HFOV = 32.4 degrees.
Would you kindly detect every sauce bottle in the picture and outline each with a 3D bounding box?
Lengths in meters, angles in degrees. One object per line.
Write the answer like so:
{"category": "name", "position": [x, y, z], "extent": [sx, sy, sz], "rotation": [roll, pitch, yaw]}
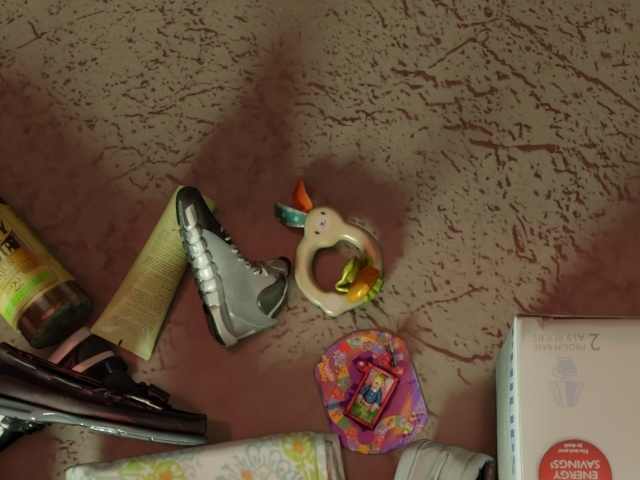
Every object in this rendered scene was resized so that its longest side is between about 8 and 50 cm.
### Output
{"category": "sauce bottle", "position": [-0.467, -0.001, 1.543], "extent": [0.111, 0.111, 0.344], "rotation": [-45, 76, -6]}

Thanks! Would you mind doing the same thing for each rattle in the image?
{"category": "rattle", "position": [0.000, 0.000, 1.487], "extent": [0.130, 0.143, 0.200], "rotation": [-28, 81, 18]}

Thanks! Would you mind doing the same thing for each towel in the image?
{"category": "towel", "position": [-0.132, 0.426, 1.424], "extent": [0.374, 0.090, 0.321], "rotation": [-9, 74, 3]}

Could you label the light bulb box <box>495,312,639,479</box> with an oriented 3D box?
{"category": "light bulb box", "position": [0.389, 0.217, 1.280], "extent": [0.357, 0.361, 0.225], "rotation": [-1, 77, 5]}

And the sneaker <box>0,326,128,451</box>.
{"category": "sneaker", "position": [-0.352, 0.232, 1.493], "extent": [0.121, 0.079, 0.217], "rotation": [41, 84, 12]}

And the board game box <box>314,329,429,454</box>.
{"category": "board game box", "position": [0.066, 0.203, 1.483], "extent": [0.133, 0.033, 0.169], "rotation": [-16, 75, 1]}

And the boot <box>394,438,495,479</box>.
{"category": "boot", "position": [0.141, 0.380, 1.377], "extent": [0.123, 0.095, 0.258], "rotation": [2, 70, 39]}

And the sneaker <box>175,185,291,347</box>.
{"category": "sneaker", "position": [-0.112, 0.022, 1.501], "extent": [0.132, 0.086, 0.229], "rotation": [-18, 106, -13]}

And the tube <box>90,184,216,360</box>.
{"category": "tube", "position": [-0.227, 0.040, 1.536], "extent": [0.070, 0.062, 0.240], "rotation": [22, 80, 22]}

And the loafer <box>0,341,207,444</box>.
{"category": "loafer", "position": [-0.290, 0.198, 1.419], "extent": [0.302, 0.109, 0.095], "rotation": [9, 79, 1]}
